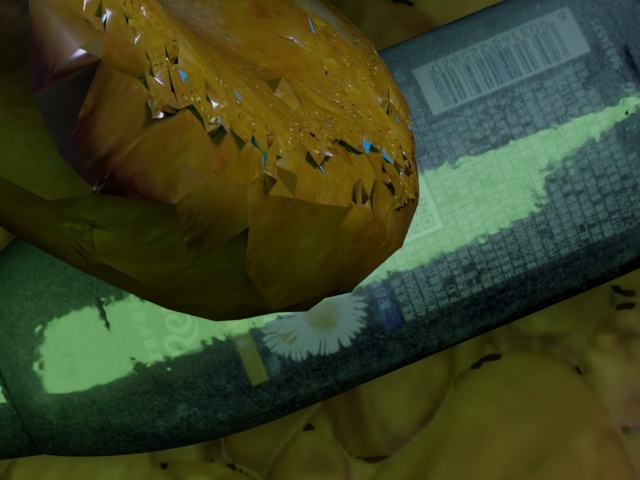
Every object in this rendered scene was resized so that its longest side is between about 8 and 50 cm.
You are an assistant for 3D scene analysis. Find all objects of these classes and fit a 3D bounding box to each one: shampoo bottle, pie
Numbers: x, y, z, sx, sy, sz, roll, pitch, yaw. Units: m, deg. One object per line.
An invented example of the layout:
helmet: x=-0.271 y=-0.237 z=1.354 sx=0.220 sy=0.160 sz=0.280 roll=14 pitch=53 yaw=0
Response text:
shampoo bottle: x=0.000 y=0.000 z=0.565 sx=0.233 sy=0.049 sz=0.087 roll=-23 pitch=84 yaw=-1
pie: x=-0.085 y=-0.072 z=0.457 sx=0.273 sy=0.273 sz=0.069 roll=35 pitch=100 yaw=-1
